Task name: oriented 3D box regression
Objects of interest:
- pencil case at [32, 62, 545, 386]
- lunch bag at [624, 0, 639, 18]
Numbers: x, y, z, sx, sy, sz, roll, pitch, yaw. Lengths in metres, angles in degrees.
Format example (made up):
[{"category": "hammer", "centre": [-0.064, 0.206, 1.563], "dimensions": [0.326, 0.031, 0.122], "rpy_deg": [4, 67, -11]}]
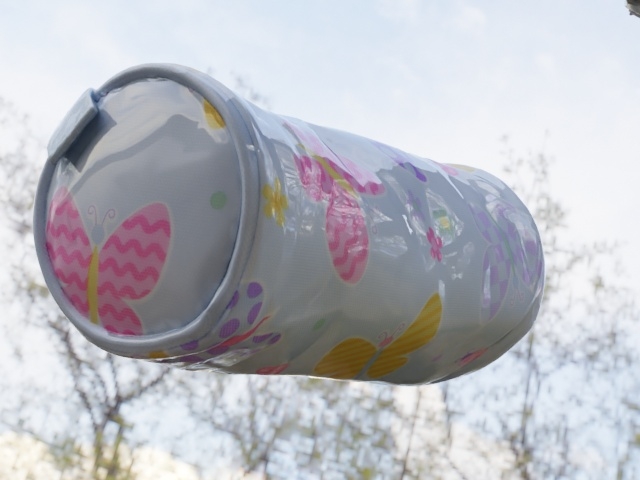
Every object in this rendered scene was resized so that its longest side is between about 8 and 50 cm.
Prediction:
[{"category": "pencil case", "centre": [0.000, 0.000, 0.600], "dimensions": [0.113, 0.124, 0.273], "rpy_deg": [-35, -22, 25]}, {"category": "lunch bag", "centre": [0.438, -0.237, 1.133], "dimensions": [0.305, 0.256, 0.212], "rpy_deg": [37, 2, 13]}]
